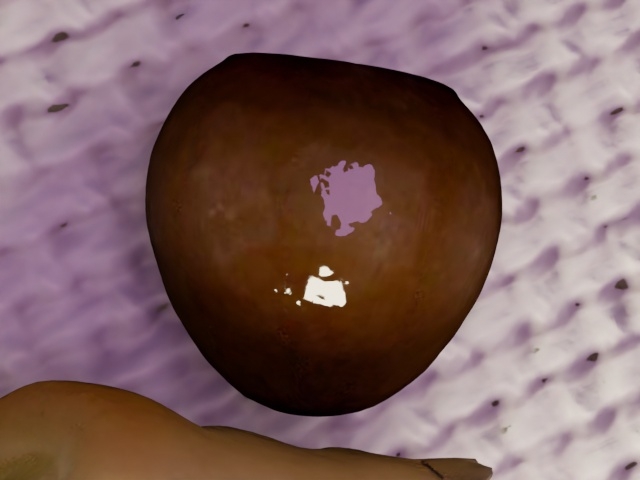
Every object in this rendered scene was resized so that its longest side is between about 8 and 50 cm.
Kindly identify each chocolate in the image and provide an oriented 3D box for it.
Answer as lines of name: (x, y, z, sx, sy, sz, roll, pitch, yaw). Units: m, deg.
chocolate: (0.000, 0.000, 0.794, 0.177, 0.177, 0.176, 1, 88, -17)

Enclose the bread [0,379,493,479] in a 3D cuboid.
bread: (-0.075, 0.227, 0.743, 0.270, 0.211, 0.315, 7, 78, -9)
